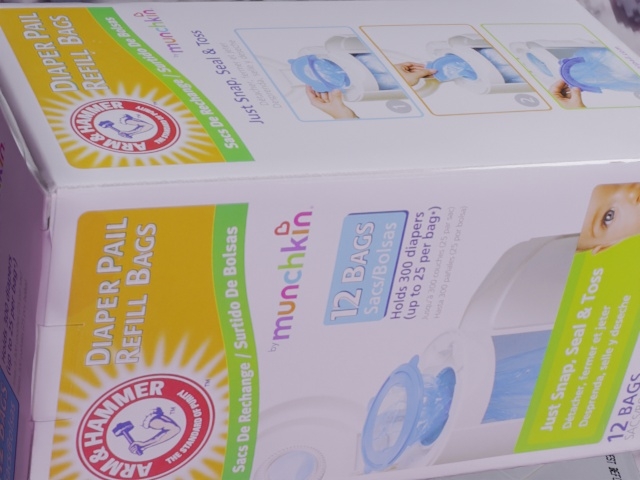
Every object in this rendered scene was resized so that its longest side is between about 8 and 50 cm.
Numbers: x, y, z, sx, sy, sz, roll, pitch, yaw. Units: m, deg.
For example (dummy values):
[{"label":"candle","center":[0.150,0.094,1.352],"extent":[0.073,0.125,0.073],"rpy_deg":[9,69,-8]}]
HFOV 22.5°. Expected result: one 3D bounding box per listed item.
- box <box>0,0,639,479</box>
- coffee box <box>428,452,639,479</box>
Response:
[{"label":"box","center":[0.000,0.000,0.475],"extent":[0.203,0.103,0.114],"rpy_deg":[-3,124,-24]},{"label":"coffee box","center":[0.056,0.201,0.618],"extent":[0.098,0.141,0.247],"rpy_deg":[5,121,-7]}]
